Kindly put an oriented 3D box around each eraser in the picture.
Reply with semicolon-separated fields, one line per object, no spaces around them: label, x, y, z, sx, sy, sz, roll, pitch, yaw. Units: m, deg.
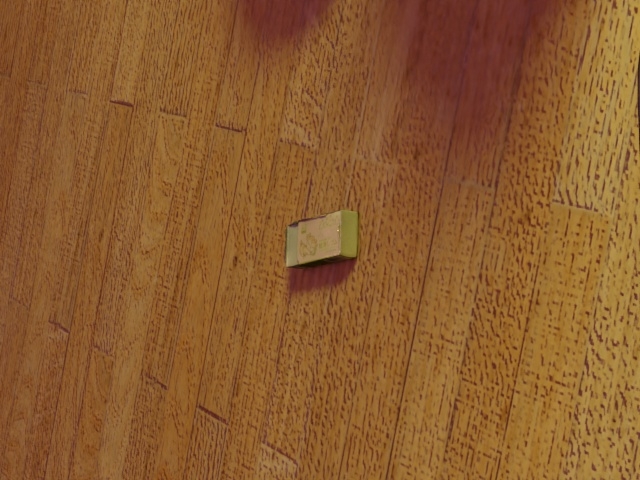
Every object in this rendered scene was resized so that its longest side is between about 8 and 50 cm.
eraser;0.000;0.000;1.295;0.083;0.019;0.038;-13;74;57

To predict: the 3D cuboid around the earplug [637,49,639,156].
earplug;0.345;-0.058;0.581;0.456;0.215;0.215;-3;81;55
